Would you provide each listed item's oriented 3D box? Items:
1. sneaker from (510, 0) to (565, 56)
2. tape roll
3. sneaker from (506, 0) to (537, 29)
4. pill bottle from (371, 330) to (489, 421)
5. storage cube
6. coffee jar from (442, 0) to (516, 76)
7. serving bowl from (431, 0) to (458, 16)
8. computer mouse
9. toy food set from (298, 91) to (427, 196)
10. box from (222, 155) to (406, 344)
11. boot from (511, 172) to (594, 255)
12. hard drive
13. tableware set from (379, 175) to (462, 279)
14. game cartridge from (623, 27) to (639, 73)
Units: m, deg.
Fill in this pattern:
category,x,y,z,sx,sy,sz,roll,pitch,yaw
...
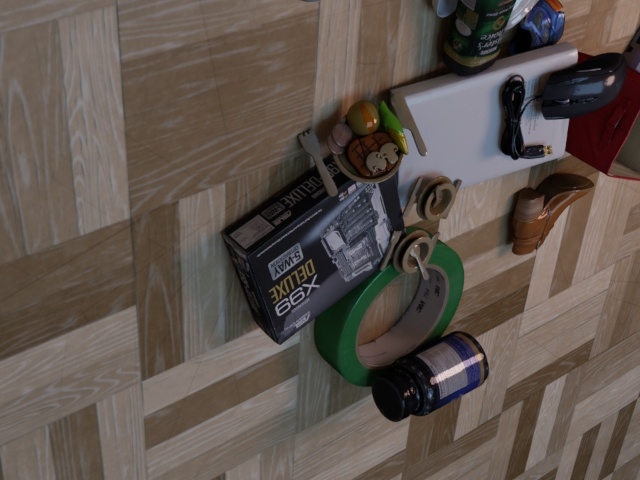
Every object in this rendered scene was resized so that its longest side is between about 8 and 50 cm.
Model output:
category,x,y,z,sx,sy,sz,roll,pitch,yaw
sneaker,0.380,-0.337,1.911,0.087,0.083,0.221,-19,131,-13
tape roll,0.136,0.129,2.032,0.321,0.077,0.321,-26,135,-29
sneaker,0.352,-0.457,1.780,0.212,0.080,0.094,-48,130,-2
pill bottle,0.211,0.267,2.058,0.219,0.123,0.122,-21,133,-32
storage cube,0.575,-0.242,2.076,0.215,0.193,0.183,1,119,-46
coffee jar,0.262,-0.358,1.732,0.096,0.079,0.184,-31,152,-29
serving bowl,0.206,-0.402,1.703,0.083,0.027,0.083,-41,157,-22
computer mouse,0.438,-0.224,1.870,0.262,0.060,0.184,-16,131,-19
toy food set,0.076,-0.156,1.689,0.192,0.132,0.038,-26,180,-15
box,0.000,0.000,1.789,0.307,0.076,0.242,-36,140,-19
boot,0.485,-0.056,2.239,0.197,0.073,0.152,-16,130,-21
hard drive,0.284,-0.203,1.871,0.353,0.047,0.233,-18,133,-18
tableware set,0.190,-0.021,1.871,0.128,0.039,0.194,0,119,-45
game cartridge,0.782,-0.484,2.199,0.230,0.068,0.355,17,108,-46
